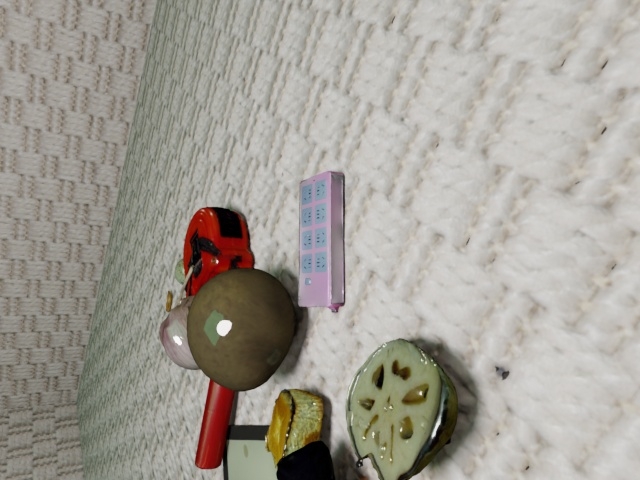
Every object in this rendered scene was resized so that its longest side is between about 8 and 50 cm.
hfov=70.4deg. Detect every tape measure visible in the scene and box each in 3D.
[{"bbox_3d":[-0.289,0.040,1.215,0.253,0.114,0.260,-48,49,39],"label":"tape measure"}]

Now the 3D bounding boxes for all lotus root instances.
[{"bbox_3d":[0.123,0.243,0.648,0.203,0.078,0.183,-55,30,24],"label":"lotus root"}]

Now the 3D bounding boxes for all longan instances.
[{"bbox_3d":[-0.159,0.179,0.929,0.248,0.248,0.247,-11,77,54],"label":"longan"}]

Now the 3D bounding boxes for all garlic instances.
[{"bbox_3d":[-0.277,0.184,1.117,0.207,0.207,0.256,12,95,54],"label":"garlic"}]

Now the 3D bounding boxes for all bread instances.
[{"bbox_3d":[-0.052,0.351,0.857,0.128,0.070,0.140,176,108,-67],"label":"bread"}]

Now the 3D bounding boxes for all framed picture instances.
[{"bbox_3d":[-0.147,0.559,1.031,0.347,0.016,0.264,-30,61,50],"label":"framed picture"}]

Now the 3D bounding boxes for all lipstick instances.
[{"bbox_3d":[-0.259,0.427,1.141,0.073,0.073,0.279,6,85,55],"label":"lipstick"}]

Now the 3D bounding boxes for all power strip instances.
[{"bbox_3d":[0.000,0.000,0.882,0.109,0.038,0.278,-10,77,53],"label":"power strip"}]

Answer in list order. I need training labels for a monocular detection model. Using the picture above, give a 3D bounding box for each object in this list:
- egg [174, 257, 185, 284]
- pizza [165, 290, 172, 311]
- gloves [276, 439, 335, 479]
[{"bbox_3d":[-0.407,0.098,1.397,0.110,0.085,0.085,-53,46,41],"label":"egg"},{"bbox_3d":[-0.548,0.221,1.639,0.037,0.016,0.083,22,107,52],"label":"pizza"},{"bbox_3d":[0.031,0.477,0.702,0.301,0.152,0.197,32,137,38],"label":"gloves"}]
